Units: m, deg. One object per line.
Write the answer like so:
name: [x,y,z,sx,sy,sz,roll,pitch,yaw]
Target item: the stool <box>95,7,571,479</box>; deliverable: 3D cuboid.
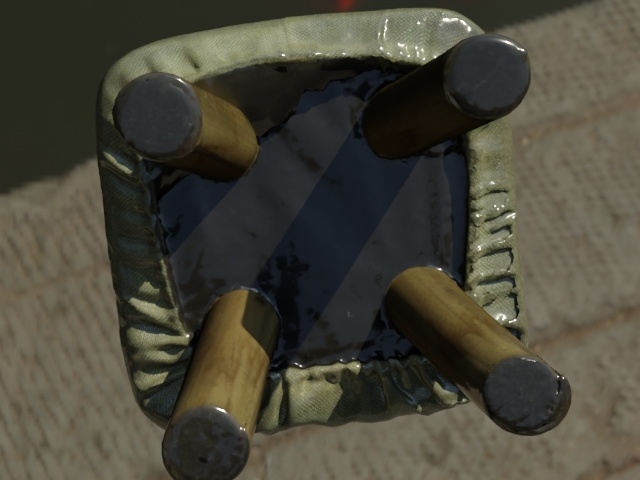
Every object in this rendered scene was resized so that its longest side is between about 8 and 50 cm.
stool: [0.000,0.000,1.316,0.310,0.226,0.310,-8,97,-2]
